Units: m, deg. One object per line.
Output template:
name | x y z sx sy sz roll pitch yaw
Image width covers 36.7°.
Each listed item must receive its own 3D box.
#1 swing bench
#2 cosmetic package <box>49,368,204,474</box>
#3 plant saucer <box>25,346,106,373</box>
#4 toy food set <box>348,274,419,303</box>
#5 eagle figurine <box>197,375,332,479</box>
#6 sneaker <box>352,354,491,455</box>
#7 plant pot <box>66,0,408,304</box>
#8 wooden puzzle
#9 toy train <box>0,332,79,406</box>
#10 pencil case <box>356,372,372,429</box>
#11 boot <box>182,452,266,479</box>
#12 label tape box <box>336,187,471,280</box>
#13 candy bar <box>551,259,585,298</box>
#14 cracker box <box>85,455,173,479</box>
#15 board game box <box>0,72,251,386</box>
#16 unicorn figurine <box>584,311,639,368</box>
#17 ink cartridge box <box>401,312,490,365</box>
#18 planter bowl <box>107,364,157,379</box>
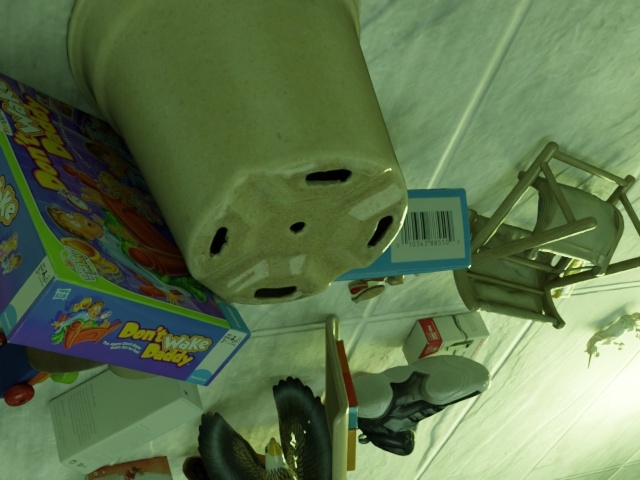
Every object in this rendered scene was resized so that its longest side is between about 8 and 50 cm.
swing bench | 0.371 0.004 1.538 0.253 0.165 0.254 14 137 -42
cosmetic package | -0.311 0.267 1.543 0.231 0.117 0.085 -27 146 9
plant saucer | -0.228 0.045 1.171 0.310 0.311 0.050 -24 115 3
toy food set | 0.096 0.061 1.582 0.122 0.019 0.078 -23 146 15
eagle figurine | -0.075 0.405 1.682 0.226 0.298 0.225 16 113 -24
sneaker | 0.182 0.303 1.759 0.268 0.101 0.153 -12 125 4
plant pot | -0.066 -0.117 0.989 0.333 0.306 0.334 -15 145 -11
wooden puzzle | 0.034 0.280 1.615 0.044 0.239 0.221 -1 128 -2
toy train | -0.415 0.189 1.404 0.248 0.105 0.143 -38 156 21
pencil case | 0.039 0.334 1.860 0.209 0.095 0.098 -34 130 13
boot | -0.107 0.451 1.836 0.220 0.109 0.283 17 174 -43
label tape box | 0.000 0.000 1.315 0.249 0.115 0.347 -4 180 -30
candy bar | 0.465 0.062 1.791 0.040 0.018 0.161 -11 145 -11
cracker box | -0.335 0.524 1.775 0.155 0.232 0.067 -5 143 -24
board game box | -0.240 -0.021 0.977 0.078 0.347 0.233 -49 140 16
unicorn figurine | 0.625 0.204 2.052 0.111 0.060 0.162 24 109 -46
ink cartridge box | 0.234 0.189 1.799 0.135 0.056 0.099 -6 142 -23
planter bowl | -0.240 0.099 1.338 0.162 0.162 0.109 -21 120 -3
